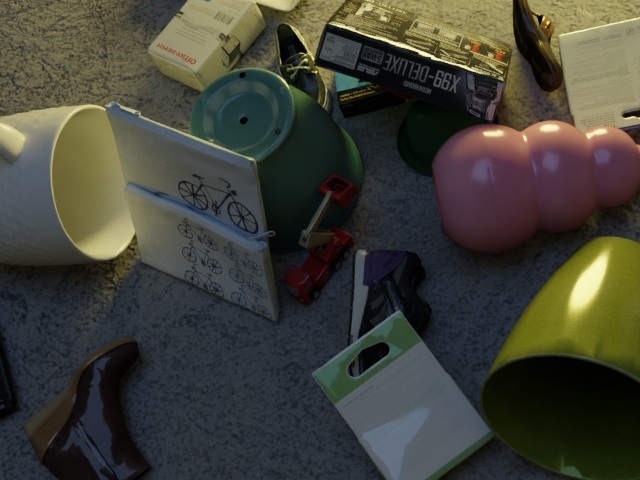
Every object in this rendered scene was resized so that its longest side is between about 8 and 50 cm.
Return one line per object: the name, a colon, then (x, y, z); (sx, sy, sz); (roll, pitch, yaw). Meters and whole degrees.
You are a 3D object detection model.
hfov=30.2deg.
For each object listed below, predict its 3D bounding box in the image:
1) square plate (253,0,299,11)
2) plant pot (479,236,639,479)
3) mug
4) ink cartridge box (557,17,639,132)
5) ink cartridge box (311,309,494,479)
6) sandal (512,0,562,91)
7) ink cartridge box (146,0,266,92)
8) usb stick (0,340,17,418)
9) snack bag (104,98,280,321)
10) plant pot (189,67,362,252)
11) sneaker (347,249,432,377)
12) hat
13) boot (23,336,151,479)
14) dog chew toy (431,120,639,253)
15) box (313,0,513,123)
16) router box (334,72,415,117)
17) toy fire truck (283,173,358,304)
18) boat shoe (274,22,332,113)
square plate: (-0.109, -0.622, 2.417); (0.347, 0.049, 0.344); (22, 70, 28)
plant pot: (0.397, 0.144, 1.687); (0.274, 0.275, 0.293); (7, 46, 23)
mug: (-0.549, -0.110, 2.074); (0.328, 0.374, 0.276); (-4, 65, 24)
ink cartridge box: (0.524, -0.271, 1.992); (0.223, 0.045, 0.224); (-10, 59, 14)
ink cartridge box: (0.122, 0.248, 1.772); (0.171, 0.056, 0.235); (-36, 77, -3)
sandal: (0.385, -0.353, 2.068); (0.060, 0.090, 0.219); (-13, 54, -8)
ink cartridge box: (-0.221, -0.394, 2.301); (0.139, 0.082, 0.191); (28, 74, 31)
usb stick: (-0.602, 0.197, 2.108); (0.077, 0.045, 0.278); (-24, 55, -4)
snack bag: (-0.208, -0.044, 1.949); (0.323, 0.342, 0.037); (23, 49, 29)
plant pot: (-0.093, -0.152, 1.994); (0.271, 0.255, 0.272); (-7, 65, 16)
sneaker: (0.112, 0.134, 1.865); (0.124, 0.107, 0.283); (-3, 60, 11)
hat: (0.183, -0.226, 1.999); (0.208, 0.183, 0.173); (-21, 54, 7)
boot: (-0.343, 0.303, 1.950); (0.207, 0.090, 0.248); (41, 78, 21)
dog chew toy: (0.347, -0.097, 1.869); (0.331, 0.206, 0.207); (-11, 57, 3)
box: (0.162, -0.312, 1.986); (0.307, 0.076, 0.242); (19, 26, 3)
router box: (0.116, -0.306, 2.154); (0.179, 0.046, 0.133); (-13, 57, 12)
toy fire truck: (0.000, 0.000, 1.959); (0.047, 0.135, 0.192); (29, 73, 30)
boat shoe: (-0.042, -0.311, 2.197); (0.077, 0.070, 0.219); (-25, 57, 4)
